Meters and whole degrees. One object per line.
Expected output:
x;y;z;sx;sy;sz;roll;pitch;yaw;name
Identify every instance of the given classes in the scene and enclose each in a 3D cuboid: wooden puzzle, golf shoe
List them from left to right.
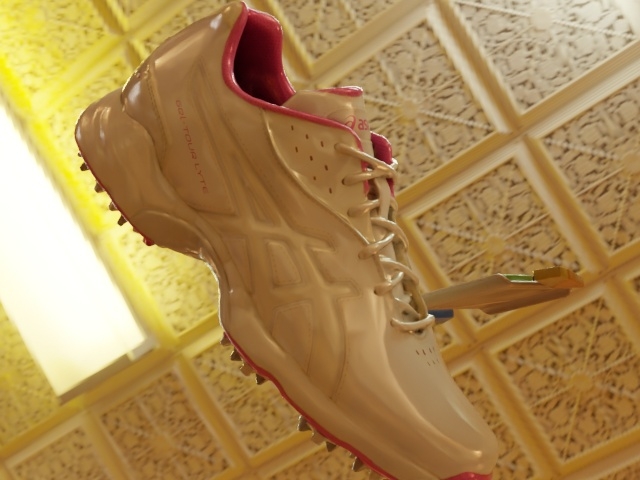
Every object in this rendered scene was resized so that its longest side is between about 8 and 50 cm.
0.000;0.000;0.677;0.140;0.115;0.306;-46;-103;14;golf shoe
0.103;0.030;0.751;0.116;0.078;0.014;-16;-107;34;wooden puzzle
